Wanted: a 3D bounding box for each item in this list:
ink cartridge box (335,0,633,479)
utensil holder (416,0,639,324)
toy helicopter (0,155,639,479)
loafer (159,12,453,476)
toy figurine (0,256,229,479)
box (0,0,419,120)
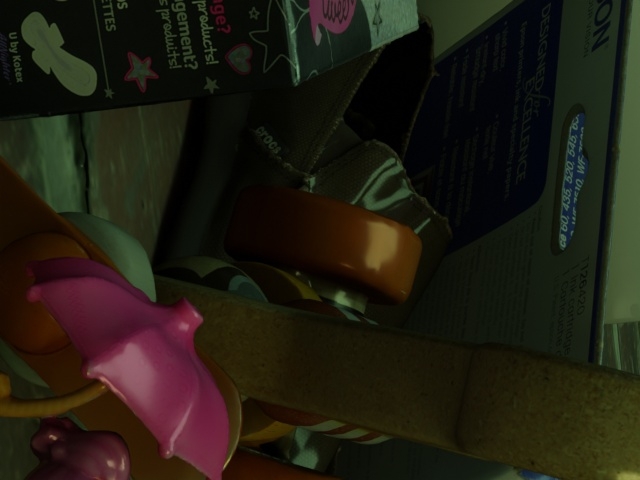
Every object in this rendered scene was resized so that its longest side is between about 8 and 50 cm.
[{"bbox_3d":[0.094,0.016,1.063,0.072,0.307,0.303,22,61,-24],"label":"ink cartridge box"},{"bbox_3d":[0.209,-0.174,1.461,0.327,0.328,0.385,-65,149,-60],"label":"utensil holder"},{"bbox_3d":[-0.007,0.038,0.671,0.235,0.355,0.140,22,82,-33],"label":"toy helicopter"},{"bbox_3d":[0.000,0.000,1.007,0.134,0.130,0.366,60,29,-55],"label":"loafer"},{"bbox_3d":[-0.105,0.069,0.567,0.130,0.159,0.173,26,60,-71],"label":"toy figurine"},{"bbox_3d":[-0.051,-0.150,0.860,0.247,0.142,0.163,-36,119,-71],"label":"box"}]
